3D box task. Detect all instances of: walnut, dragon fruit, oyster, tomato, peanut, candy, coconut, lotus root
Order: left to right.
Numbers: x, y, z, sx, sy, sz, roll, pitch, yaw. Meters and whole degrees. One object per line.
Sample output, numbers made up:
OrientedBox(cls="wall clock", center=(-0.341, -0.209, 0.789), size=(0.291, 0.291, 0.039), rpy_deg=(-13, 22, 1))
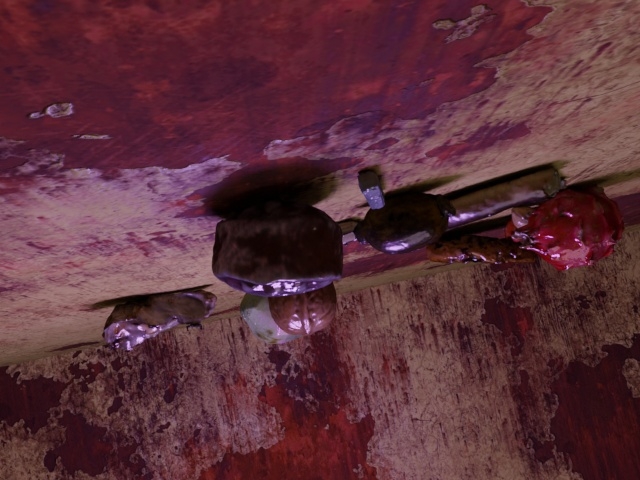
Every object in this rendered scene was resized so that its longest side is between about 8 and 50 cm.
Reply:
OrientedBox(cls="oyster", center=(-0.448, 0.214, 2.093), size=(0.336, 0.133, 0.198), rpy_deg=(-12, 170, -20))
OrientedBox(cls="coconut", center=(-0.129, 0.222, 2.280), size=(0.235, 0.236, 0.205), rpy_deg=(-18, -151, 35))
OrientedBox(cls="candy", center=(-0.068, 0.014, 1.223), size=(0.214, 0.157, 0.289), rpy_deg=(2, 178, -2))
OrientedBox(cls="walnut", center=(-0.050, 0.167, 2.097), size=(0.213, 0.213, 0.213), rpy_deg=(-12, 172, -2))
OrientedBox(cls="lotus root", center=(0.155, -0.030, 1.409), size=(0.209, 0.120, 0.120), rpy_deg=(-18, 170, 29))
OrientedBox(cls="tomato", center=(0.586, -0.047, 2.073), size=(0.155, 0.069, 0.155), rpy_deg=(-7, 167, -2))
OrientedBox(cls="peanut", center=(0.566, -0.032, 1.946), size=(0.174, 0.080, 0.080), rpy_deg=(35, 148, -23))
OrientedBox(cls="dragon fruit", center=(0.605, -0.025, 1.816), size=(0.268, 0.210, 0.205), rpy_deg=(-9, 140, -4))

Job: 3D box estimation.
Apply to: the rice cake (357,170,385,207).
OrientedBox(cls="rice cake", center=(0.088, -0.081, 1.234), size=(0.033, 0.033, 0.207), rpy_deg=(-15, 172, 7))

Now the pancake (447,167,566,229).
OrientedBox(cls="pancake", center=(0.346, -0.065, 1.619), size=(0.426, 0.067, 0.304), rpy_deg=(-21, 170, 37))

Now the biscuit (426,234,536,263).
OrientedBox(cls="biscuit", center=(0.467, 0.023, 2.185), size=(0.334, 0.081, 0.289), rpy_deg=(-1, -175, -39))

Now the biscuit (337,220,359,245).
OrientedBox(cls="biscuit", center=(0.000, 0.000, 1.629), size=(0.199, 0.041, 0.121), rpy_deg=(-17, 168, 19))
